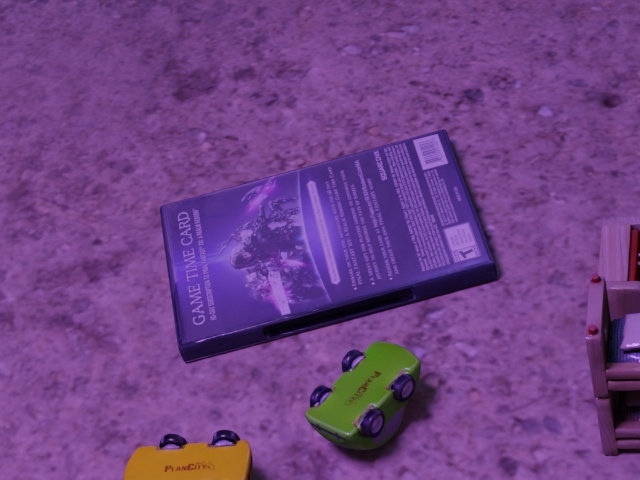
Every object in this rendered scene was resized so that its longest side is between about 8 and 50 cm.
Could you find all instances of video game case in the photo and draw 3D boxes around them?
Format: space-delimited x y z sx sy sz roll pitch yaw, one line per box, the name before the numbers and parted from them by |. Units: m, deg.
video game case | 0.000 0.000 1.473 0.274 0.026 0.196 -16 40 2

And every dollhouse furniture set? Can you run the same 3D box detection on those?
dollhouse furniture set | 0.271 0.048 1.249 0.129 0.129 0.183 -3 42 15

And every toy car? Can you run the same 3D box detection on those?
toy car | 0.000 0.166 1.262 0.239 0.053 0.225 22 53 35
